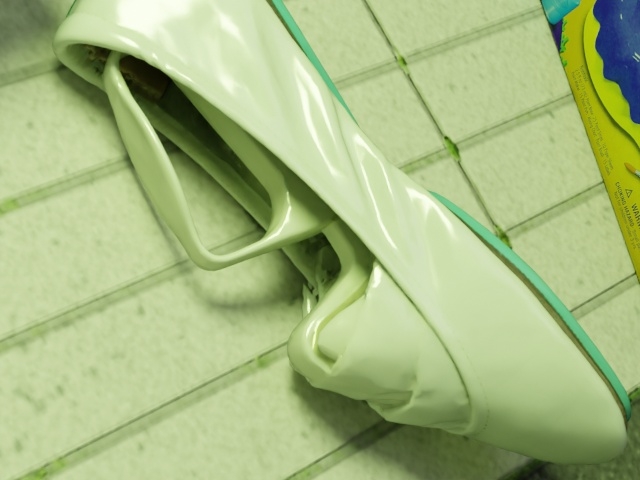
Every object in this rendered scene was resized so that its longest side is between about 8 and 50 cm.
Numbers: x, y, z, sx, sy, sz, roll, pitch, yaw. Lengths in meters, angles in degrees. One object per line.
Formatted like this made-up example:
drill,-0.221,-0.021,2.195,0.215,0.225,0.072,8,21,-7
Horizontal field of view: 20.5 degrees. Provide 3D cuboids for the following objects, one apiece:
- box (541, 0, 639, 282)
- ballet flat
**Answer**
box,0.333,-0.131,1.210,0.177,0.279,0.290,-2,67,-40
ballet flat,0.000,0.000,0.986,0.400,0.139,0.139,49,45,0
